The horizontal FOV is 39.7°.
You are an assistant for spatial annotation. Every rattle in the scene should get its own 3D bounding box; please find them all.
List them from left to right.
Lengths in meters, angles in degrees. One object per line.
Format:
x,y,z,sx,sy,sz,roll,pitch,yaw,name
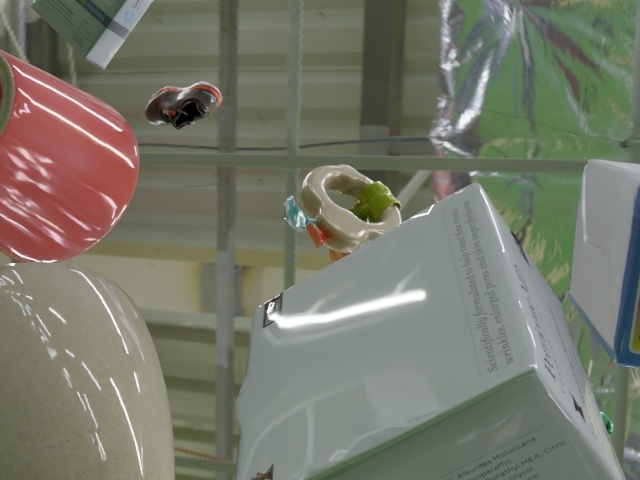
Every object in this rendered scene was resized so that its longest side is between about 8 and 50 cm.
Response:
0.000,0.000,1.006,0.130,0.200,0.142,47,-56,-5,rattle

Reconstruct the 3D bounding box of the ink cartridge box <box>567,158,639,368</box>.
0.430,0.030,0.741,0.395,0.270,0.151,6,-81,8,ink cartridge box

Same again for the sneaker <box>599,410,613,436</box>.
0.253,0.234,0.957,0.109,0.296,0.124,15,-48,-19,sneaker

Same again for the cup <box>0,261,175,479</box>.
-0.266,0.222,0.811,0.331,0.331,0.237,-53,-129,15,cup

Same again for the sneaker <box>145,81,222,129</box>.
-0.228,-0.205,1.400,0.157,0.065,0.061,-12,-49,39,sneaker

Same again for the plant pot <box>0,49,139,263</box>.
-0.425,-0.128,1.211,0.274,0.243,0.275,-6,-110,17,plant pot

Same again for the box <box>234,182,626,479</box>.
0.056,0.092,0.518,0.181,0.181,0.119,-31,-62,18,box

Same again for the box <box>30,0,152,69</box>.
-0.255,-0.320,1.075,0.186,0.038,0.145,-51,-123,7,box
